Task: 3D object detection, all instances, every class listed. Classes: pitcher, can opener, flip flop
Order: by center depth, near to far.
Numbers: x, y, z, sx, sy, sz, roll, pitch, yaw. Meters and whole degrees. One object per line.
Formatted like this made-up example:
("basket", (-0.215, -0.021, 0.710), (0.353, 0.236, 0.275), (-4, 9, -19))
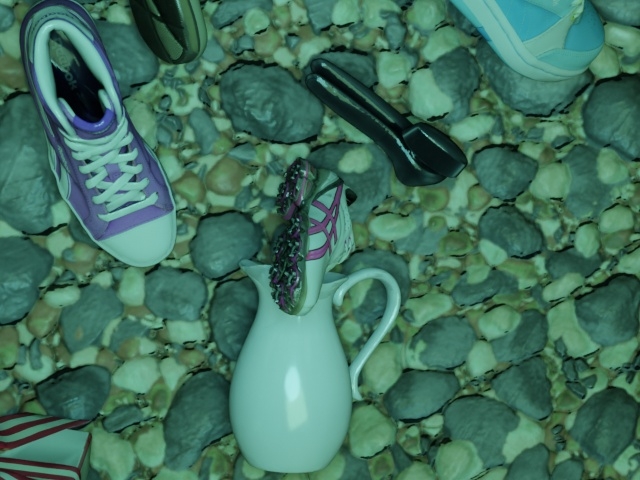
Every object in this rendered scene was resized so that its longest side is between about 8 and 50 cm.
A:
("flip flop", (-0.140, -0.302, 1.366), (0.080, 0.112, 0.277), (-23, 110, -30))
("can opener", (0.062, -0.120, 1.485), (0.186, 0.059, 0.073), (37, 123, -10))
("pitcher", (-0.004, 0.126, 1.511), (0.177, 0.125, 0.207), (2, 94, -19))

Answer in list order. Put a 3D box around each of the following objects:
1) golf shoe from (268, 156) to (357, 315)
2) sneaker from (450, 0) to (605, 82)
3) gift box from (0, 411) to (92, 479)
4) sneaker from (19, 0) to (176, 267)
("golf shoe", (0.000, 0.000, 1.444), (0.086, 0.186, 0.067), (23, 137, -18))
("sneaker", (0.234, -0.260, 1.356), (0.208, 0.127, 0.319), (-17, 151, 32))
("gift box", (-0.332, 0.297, 1.420), (0.276, 0.255, 0.258), (5, 107, -8))
("sneaker", (-0.208, -0.083, 1.380), (0.102, 0.161, 0.282), (-26, 111, -5))
